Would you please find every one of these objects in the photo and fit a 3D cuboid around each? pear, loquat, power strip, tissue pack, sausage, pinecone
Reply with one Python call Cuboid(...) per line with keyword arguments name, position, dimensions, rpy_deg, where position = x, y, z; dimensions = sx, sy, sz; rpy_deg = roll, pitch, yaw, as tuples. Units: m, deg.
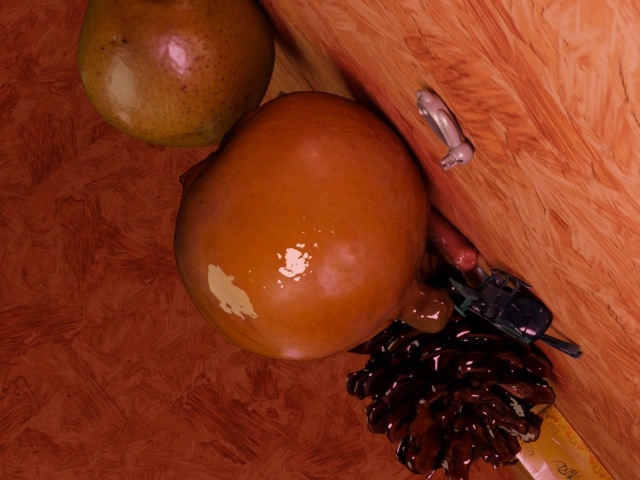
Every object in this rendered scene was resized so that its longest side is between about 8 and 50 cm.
Cuboid(name="pear", position=(-0.202, -0.265, 1.904), dimensions=(0.294, 0.294, 0.294), rpy_deg=(52, 177, 4))
Cuboid(name="loquat", position=(0.000, 0.000, 1.650), dimensions=(0.359, 0.328, 0.328), rpy_deg=(33, 176, 2))
Cuboid(name="power strip", position=(0.112, -0.105, 1.309), dimensions=(0.083, 0.035, 0.055), rpy_deg=(55, 176, -9))
Cuboid(name="tissue pack", position=(0.365, 0.343, 2.073), dimensions=(0.176, 0.095, 0.062), rpy_deg=(52, 176, 8))
Cuboid(name="sausage", position=(0.150, -0.012, 1.751), dimensions=(0.158, 0.036, 0.042), rpy_deg=(48, 163, 44))
Cuboid(name="pinecone", position=(0.168, 0.190, 1.864), dimensions=(0.296, 0.242, 0.298), rpy_deg=(51, 171, 48))

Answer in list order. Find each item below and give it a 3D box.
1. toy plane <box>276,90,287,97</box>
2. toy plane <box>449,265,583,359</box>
Cuboid(name="toy plane", position=(-0.046, -0.088, 2.032), dimensions=(0.118, 0.252, 0.252), rpy_deg=(19, -166, -28))
Cuboid(name="toy plane", position=(0.215, 0.079, 1.625), dimensions=(0.096, 0.060, 0.235), rpy_deg=(39, 175, -30))
